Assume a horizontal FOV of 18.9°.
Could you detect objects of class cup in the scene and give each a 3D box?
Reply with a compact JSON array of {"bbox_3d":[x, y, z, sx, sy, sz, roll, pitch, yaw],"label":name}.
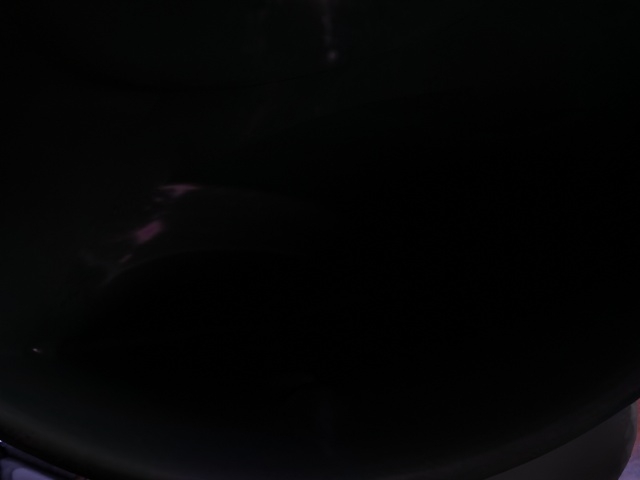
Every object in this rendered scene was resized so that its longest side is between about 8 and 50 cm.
[{"bbox_3d":[-0.046,-0.071,0.633,0.392,0.310,0.401,-141,-113,-74],"label":"cup"}]

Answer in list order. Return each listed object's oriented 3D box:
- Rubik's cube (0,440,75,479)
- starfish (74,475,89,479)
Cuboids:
[{"bbox_3d":[-0.055,0.155,1.014,0.205,0.207,0.205,-109,-172,-50],"label":"Rubik's cube"},{"bbox_3d":[-0.004,0.008,0.924,0.384,0.398,0.132,-102,-162,-50],"label":"starfish"}]
